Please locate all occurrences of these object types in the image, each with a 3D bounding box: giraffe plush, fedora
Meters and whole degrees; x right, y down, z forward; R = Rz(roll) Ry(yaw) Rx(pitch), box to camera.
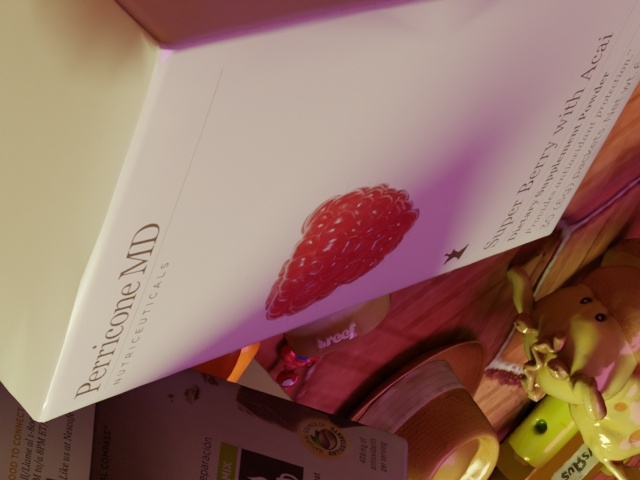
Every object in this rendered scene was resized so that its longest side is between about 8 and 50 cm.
[{"bbox_3d":[0.214,0.079,1.244,0.210,0.181,0.170,-59,143,-8],"label":"giraffe plush"},{"bbox_3d":[0.080,0.164,1.264,0.194,0.079,0.194,-33,152,-20],"label":"fedora"}]

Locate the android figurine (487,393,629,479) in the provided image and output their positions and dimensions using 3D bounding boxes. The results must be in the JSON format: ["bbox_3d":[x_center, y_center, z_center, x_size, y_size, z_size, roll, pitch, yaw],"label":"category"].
[{"bbox_3d":[0.259,0.164,1.544,0.273,0.056,0.248,-47,153,11],"label":"android figurine"}]

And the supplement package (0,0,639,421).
[{"bbox_3d":[-0.021,-0.083,0.657,0.293,0.175,0.177,-18,145,-40],"label":"supplement package"}]

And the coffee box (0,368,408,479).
[{"bbox_3d":[-0.131,0.130,0.691,0.297,0.119,0.168,19,125,-12],"label":"coffee box"}]

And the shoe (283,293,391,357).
[{"bbox_3d":[0.000,0.000,0.862,0.077,0.058,0.219,-31,-169,5],"label":"shoe"}]

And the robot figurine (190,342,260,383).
[{"bbox_3d":[-0.117,0.068,0.797,0.219,0.158,0.128,-60,-168,29],"label":"robot figurine"}]

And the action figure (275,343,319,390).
[{"bbox_3d":[0.008,0.053,1.062,0.115,0.030,0.038,-49,158,16],"label":"action figure"}]

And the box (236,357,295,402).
[{"bbox_3d":[-0.078,0.219,1.025,0.215,0.168,0.345,-38,154,-11],"label":"box"}]
